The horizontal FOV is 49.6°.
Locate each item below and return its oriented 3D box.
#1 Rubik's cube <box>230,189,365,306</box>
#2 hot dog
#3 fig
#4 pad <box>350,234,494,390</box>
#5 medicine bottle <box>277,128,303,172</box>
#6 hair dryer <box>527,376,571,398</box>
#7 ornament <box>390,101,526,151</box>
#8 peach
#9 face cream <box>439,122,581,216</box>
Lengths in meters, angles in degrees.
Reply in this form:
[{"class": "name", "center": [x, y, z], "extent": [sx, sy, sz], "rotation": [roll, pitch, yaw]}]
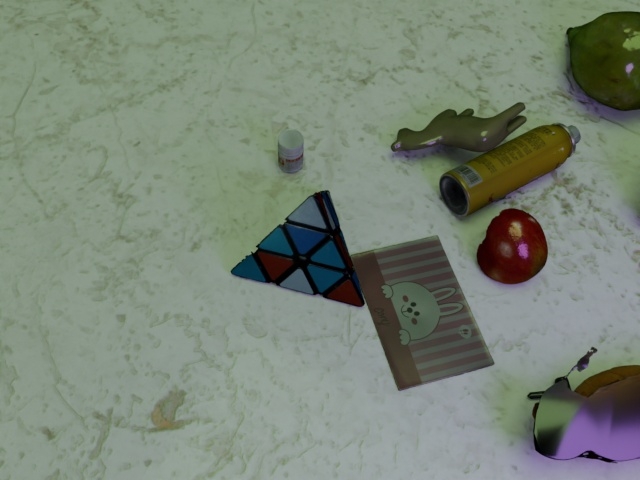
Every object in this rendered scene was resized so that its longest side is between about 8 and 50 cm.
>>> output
[{"class": "Rubik's cube", "center": [0.000, 0.000, 1.308], "extent": [0.284, 0.234, 0.250], "rotation": [-35, 69, -22]}, {"class": "hot dog", "center": [0.522, 0.298, 1.240], "extent": [0.325, 0.107, 0.194], "rotation": [4, 73, -2]}, {"class": "fig", "center": [0.695, -0.425, 1.657], "extent": [0.233, 0.233, 0.314], "rotation": [-38, 26, -23]}, {"class": "pad", "center": [0.197, 0.134, 1.374], "extent": [0.202, 0.005, 0.300], "rotation": [-12, 61, -11]}, {"class": "medicine bottle", "center": [-0.065, -0.193, 1.497], "extent": [0.057, 0.089, 0.057], "rotation": [1, 59, -2]}, {"class": "hair dryer", "center": [0.428, 0.284, 1.296], "extent": [0.083, 0.026, 0.047], "rotation": [-8, 58, 0]}, {"class": "ornament", "center": [0.296, -0.246, 1.540], "extent": [0.244, 0.061, 0.230], "rotation": [-36, 37, -31]}, {"class": "peach", "center": [0.394, 0.012, 1.395], "extent": [0.151, 0.118, 0.151], "rotation": [-1, 73, 3]}, {"class": "face cream", "center": [0.427, -0.168, 1.511], "extent": [0.348, 0.105, 0.105], "rotation": [-27, 65, -19]}]
